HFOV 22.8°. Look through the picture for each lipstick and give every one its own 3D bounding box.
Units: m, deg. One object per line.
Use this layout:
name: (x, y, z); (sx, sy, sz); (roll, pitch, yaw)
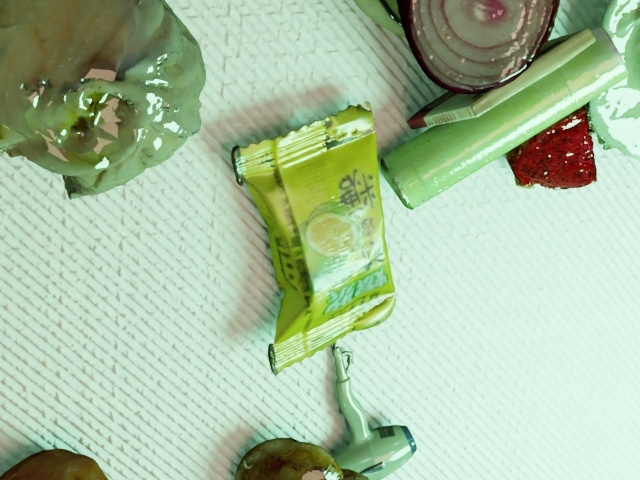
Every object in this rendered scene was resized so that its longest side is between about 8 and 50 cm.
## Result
lipstick: (0.211, -0.140, 1.851); (0.304, 0.076, 0.076); (-31, 127, 6)

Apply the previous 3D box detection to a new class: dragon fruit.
dragon fruit: (0.274, -0.123, 1.938); (0.106, 0.083, 0.162); (-21, 152, 4)

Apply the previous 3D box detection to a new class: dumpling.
dumpling: (0.472, -0.225, 1.911); (0.270, 0.212, 0.321); (-36, 109, -22)

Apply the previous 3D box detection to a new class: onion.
onion: (0.139, -0.260, 1.639); (0.218, 0.140, 0.195); (21, 109, 4)

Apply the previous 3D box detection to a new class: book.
book: (0.197, -0.178, 1.782); (0.162, 0.232, 0.022); (-34, 99, -11)

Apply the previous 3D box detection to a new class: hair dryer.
hair dryer: (0.011, 0.241, 1.995); (0.167, 0.067, 0.199); (-37, 116, -2)

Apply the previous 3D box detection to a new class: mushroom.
mushroom: (-0.020, 0.306, 1.953); (0.170, 0.080, 0.135); (-5, 118, 1)

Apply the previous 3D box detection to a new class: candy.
candy: (0.000, 0.000, 1.841); (0.187, 0.081, 0.297); (-22, 123, -21)

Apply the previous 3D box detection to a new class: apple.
apple: (-0.306, 0.314, 1.787); (0.147, 0.156, 0.158); (38, 64, -36)

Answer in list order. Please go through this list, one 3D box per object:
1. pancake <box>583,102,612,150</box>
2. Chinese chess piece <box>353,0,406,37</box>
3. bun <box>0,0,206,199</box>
pancake: (0.367, -0.179, 1.997); (0.129, 0.022, 0.116); (31, 96, -41)
Chinese chess piece: (0.134, -0.343, 1.732); (0.257, 0.104, 0.257); (-13, 120, -23)
bun: (-0.241, -0.164, 1.547); (0.281, 0.205, 0.282); (-13, 118, -25)
